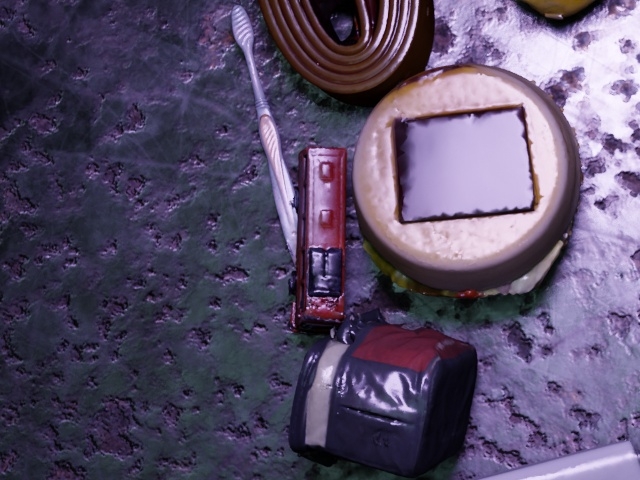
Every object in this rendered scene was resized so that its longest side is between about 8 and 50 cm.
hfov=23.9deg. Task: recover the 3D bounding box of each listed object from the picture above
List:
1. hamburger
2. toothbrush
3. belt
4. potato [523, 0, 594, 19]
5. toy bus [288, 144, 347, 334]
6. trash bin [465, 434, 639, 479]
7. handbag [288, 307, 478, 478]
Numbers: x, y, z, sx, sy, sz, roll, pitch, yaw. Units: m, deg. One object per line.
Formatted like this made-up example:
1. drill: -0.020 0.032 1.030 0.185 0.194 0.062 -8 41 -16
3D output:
1. hamburger: 0.172 -0.073 1.830 0.302 0.170 0.302 -2 80 11
2. toothbrush: -0.064 -0.127 1.965 0.028 0.037 0.375 -14 82 1
3. belt: 0.029 -0.342 1.917 0.217 0.122 0.338 -14 81 14
4. potato: 0.326 -0.418 1.840 0.173 0.140 0.300 34 99 8
5. toy bus: 0.000 0.000 1.894 0.073 0.096 0.235 2 83 -6
6. trash bin: 0.210 0.364 1.724 0.368 0.296 0.256 -18 79 6
7. handbag: 0.072 0.177 1.785 0.181 0.254 0.181 11 97 18
